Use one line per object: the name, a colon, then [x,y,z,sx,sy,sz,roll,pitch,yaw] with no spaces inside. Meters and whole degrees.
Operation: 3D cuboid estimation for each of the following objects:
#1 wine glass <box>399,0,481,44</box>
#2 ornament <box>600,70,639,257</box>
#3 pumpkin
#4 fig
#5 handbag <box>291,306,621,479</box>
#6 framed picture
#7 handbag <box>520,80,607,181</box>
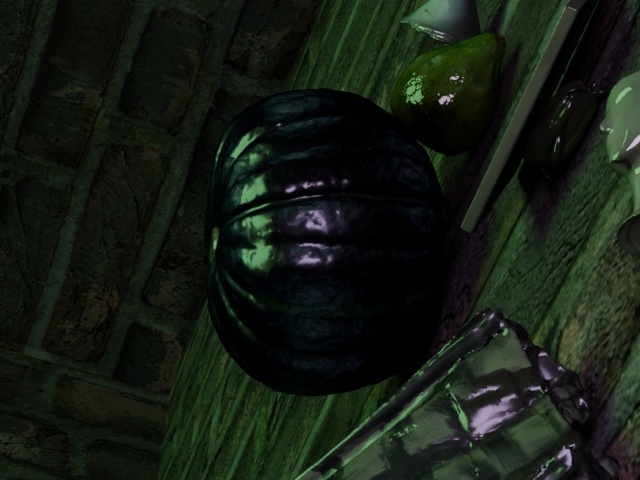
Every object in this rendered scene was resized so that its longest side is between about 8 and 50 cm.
wine glass: [0.183,-0.330,1.997,0.122,0.122,0.183,-116,47,-75]
ornament: [0.258,-0.068,1.273,0.075,0.081,0.156,114,164,-53]
pumpkin: [0.000,0.000,1.887,0.363,0.266,0.363,178,90,-80]
fig: [0.158,-0.181,1.903,0.156,0.123,0.123,-55,13,6]
handbag: [0.089,0.246,1.256,0.327,0.162,0.325,-46,20,10]
framed picture: [0.215,-0.141,1.602,0.250,0.016,0.184,-67,-10,28]
handbag: [0.231,-0.111,1.557,0.111,0.047,0.072,-61,-3,39]
